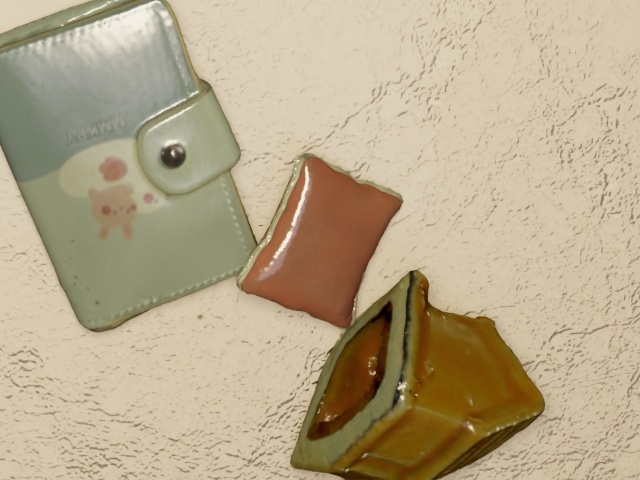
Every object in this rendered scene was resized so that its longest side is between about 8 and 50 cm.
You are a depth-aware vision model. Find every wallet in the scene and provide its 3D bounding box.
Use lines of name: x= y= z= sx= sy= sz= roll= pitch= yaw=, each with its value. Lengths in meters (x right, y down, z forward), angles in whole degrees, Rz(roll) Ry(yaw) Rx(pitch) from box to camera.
wallet: x=-0.221 y=-0.089 z=1.585 sx=0.252 sy=0.083 sz=0.360 roll=-20 pitch=109 yaw=2

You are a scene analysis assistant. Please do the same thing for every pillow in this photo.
pillow: x=0.000 y=0.000 z=1.641 sx=0.171 sy=0.075 sz=0.179 roll=23 pitch=93 yaw=-37

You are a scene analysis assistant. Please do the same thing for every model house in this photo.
model house: x=0.125 y=0.204 z=1.700 sx=0.239 sy=0.173 sz=0.268 roll=23 pitch=132 yaw=-28
